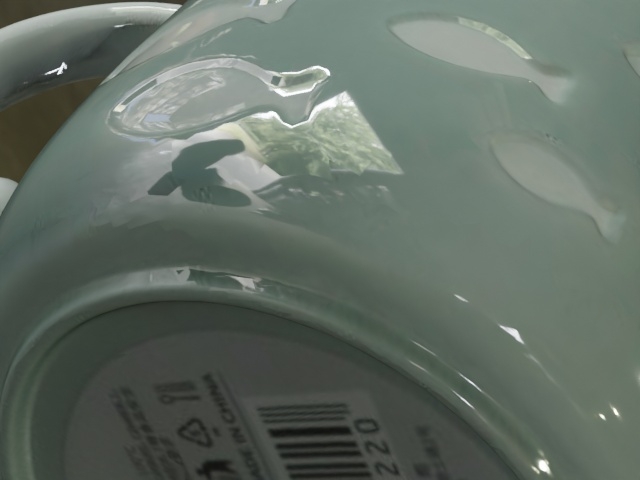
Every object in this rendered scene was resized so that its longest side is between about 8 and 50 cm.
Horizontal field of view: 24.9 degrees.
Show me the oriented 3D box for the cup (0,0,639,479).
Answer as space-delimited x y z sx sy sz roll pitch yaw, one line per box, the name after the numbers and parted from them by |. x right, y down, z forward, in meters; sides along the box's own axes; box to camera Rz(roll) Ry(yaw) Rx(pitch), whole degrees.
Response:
0.000 0.000 0.490 0.274 0.356 0.259 -53 151 -49 | cup
